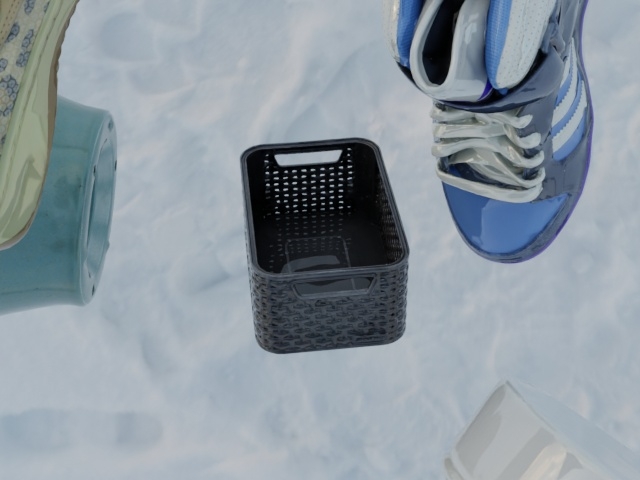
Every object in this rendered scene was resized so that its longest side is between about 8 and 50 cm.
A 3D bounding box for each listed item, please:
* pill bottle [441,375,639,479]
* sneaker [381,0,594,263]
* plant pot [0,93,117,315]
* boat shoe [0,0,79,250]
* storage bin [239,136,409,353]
[{"bbox_3d":[0.072,0.291,0.625,0.224,0.224,0.392,34,96,-6],"label":"pill bottle"},{"bbox_3d":[0.102,-0.097,0.712,0.130,0.236,0.322,17,120,25],"label":"sneaker"},{"bbox_3d":[-0.322,-0.046,0.958,0.255,0.271,0.271,6,112,-4],"label":"plant pot"},{"bbox_3d":[-0.175,-0.129,0.511,0.105,0.089,0.285,16,103,35],"label":"boat shoe"},{"bbox_3d":[0.000,0.000,0.876,0.122,0.180,0.084,-5,129,-5],"label":"storage bin"}]
